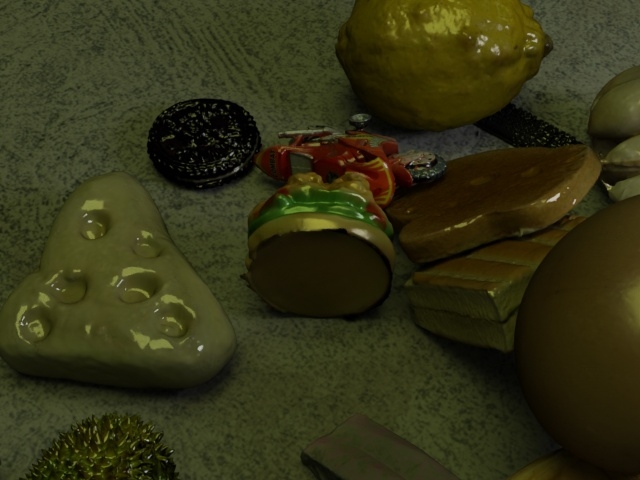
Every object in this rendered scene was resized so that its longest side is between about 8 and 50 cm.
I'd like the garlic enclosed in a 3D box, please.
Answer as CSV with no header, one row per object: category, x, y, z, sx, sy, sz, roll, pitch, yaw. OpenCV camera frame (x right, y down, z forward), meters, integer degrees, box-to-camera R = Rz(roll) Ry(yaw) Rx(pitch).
garlic,0.515,-0.140,1.675,0.203,0.184,0.281,-22,69,17

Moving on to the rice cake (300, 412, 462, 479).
rice cake,0.088,0.297,1.318,0.106,0.050,0.298,-31,24,-21

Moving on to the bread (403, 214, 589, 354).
bread,0.269,0.051,1.493,0.239,0.111,0.246,-26,15,-23

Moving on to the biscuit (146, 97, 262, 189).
biscuit,-0.195,-0.165,1.792,0.194,0.053,0.195,-2,51,2

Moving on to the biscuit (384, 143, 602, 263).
biscuit,0.230,-0.050,1.569,0.343,0.057,0.287,-3,29,47

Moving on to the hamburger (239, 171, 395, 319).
hamburger,0.000,0.000,1.545,0.237,0.237,0.149,0,51,2

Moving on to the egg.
egg,0.395,0.099,1.259,0.301,0.301,0.374,31,56,25

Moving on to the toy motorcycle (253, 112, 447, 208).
toy motorcycle,0.048,-0.125,1.692,0.298,0.089,0.171,16,41,37

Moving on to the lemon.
lemon,0.193,-0.312,1.766,0.316,0.285,0.285,33,57,8

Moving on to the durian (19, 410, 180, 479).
durian,-0.245,0.342,1.242,0.224,0.291,0.291,-31,55,-10

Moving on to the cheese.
cheese,-0.255,0.064,1.553,0.328,0.130,0.351,13,54,16

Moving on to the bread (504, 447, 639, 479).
bread,0.300,0.361,1.280,0.250,0.133,0.179,-27,50,-23

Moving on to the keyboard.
keyboard,0.354,-0.180,1.803,0.231,0.023,0.072,34,61,27
